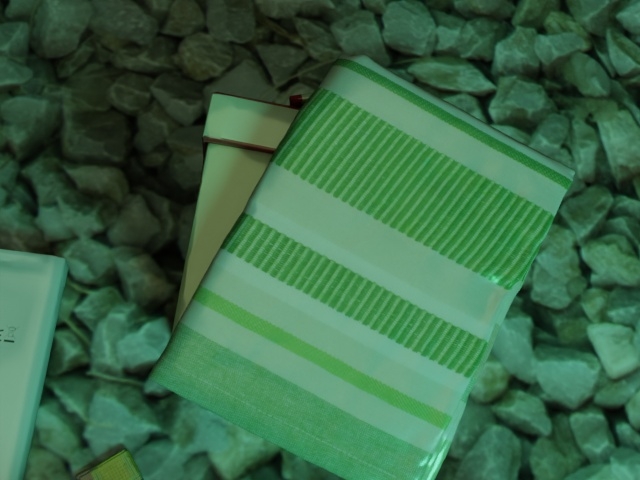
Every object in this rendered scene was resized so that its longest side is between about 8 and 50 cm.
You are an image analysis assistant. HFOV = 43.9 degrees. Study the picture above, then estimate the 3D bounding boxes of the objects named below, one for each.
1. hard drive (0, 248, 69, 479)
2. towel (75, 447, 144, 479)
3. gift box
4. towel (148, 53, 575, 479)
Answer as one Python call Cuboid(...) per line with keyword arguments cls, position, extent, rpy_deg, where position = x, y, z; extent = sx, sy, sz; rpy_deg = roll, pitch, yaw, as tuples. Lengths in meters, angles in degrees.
Cuboid(cls="hard drive", position=(-0.389, 0.153, 0.803), extent=(0.203, 0.040, 0.308), rpy_deg=(8, 71, -6))
Cuboid(cls="towel", position=(-0.206, 0.261, 0.811), extent=(0.060, 0.009, 0.083), rpy_deg=(-29, 79, -17))
Cuboid(cls="gift box", position=(0.000, 0.000, 0.811), extent=(0.276, 0.255, 0.258), rpy_deg=(10, 80, -11))
Cuboid(cls="towel", position=(0.045, 0.027, 0.670), extent=(0.247, 0.038, 0.325), rpy_deg=(28, 82, -3))
